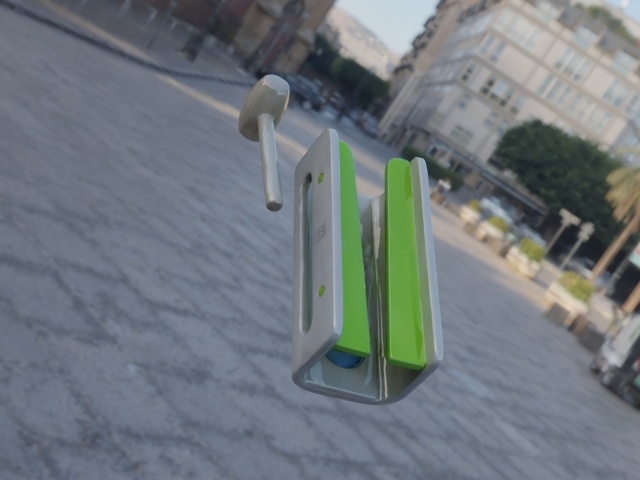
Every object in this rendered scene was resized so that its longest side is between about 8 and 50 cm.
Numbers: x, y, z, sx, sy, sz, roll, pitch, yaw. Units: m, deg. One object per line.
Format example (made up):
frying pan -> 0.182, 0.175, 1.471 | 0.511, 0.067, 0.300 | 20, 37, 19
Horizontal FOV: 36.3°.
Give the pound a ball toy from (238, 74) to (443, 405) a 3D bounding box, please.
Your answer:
pound a ball toy -> 0.000, 0.000, 1.044 | 0.208, 0.135, 0.319 | 16, 50, -22
